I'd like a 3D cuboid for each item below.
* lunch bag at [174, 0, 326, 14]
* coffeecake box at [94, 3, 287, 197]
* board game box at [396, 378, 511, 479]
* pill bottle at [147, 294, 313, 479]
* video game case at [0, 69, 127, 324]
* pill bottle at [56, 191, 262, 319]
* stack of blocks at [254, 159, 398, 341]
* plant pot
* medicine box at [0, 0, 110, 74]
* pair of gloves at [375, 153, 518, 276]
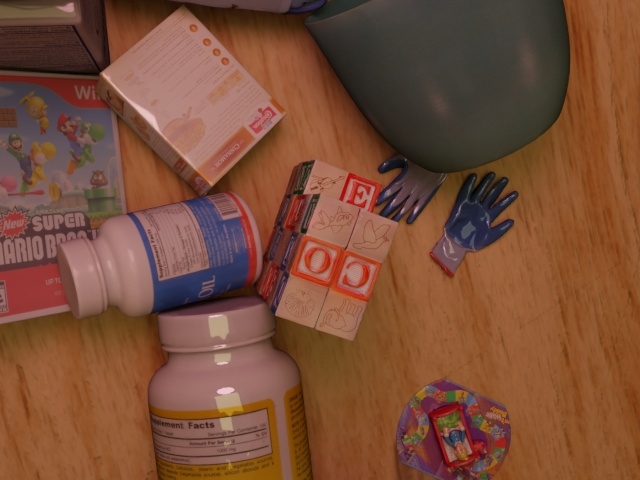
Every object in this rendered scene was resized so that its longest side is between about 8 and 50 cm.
[{"bbox_3d":[-0.111,-0.400,0.926,0.304,0.115,0.243,3,66,-15],"label":"lunch bag"},{"bbox_3d":[-0.159,-0.171,0.962,0.185,0.068,0.142,46,69,-8],"label":"coffeecake box"},{"bbox_3d":[0.193,0.275,1.075,0.169,0.033,0.133,26,88,-10],"label":"board game box"},{"bbox_3d":[-0.108,0.243,0.945,0.188,0.188,0.333,-7,93,-9],"label":"pill bottle"},{"bbox_3d":[-0.323,-0.055,0.917,0.204,0.025,0.285,-9,95,-48],"label":"video game case"},{"bbox_3d":[-0.192,0.021,0.924,0.222,0.124,0.124,-15,95,-26],"label":"pill bottle"},{"bbox_3d":[0.000,0.000,0.897,0.087,0.297,0.171,20,90,-10],"label":"stack of blocks"},{"bbox_3d":[0.161,-0.224,0.932,0.293,0.293,0.235,-31,110,-7],"label":"plant pot"},{"bbox_3d":[-0.377,-0.266,0.825,0.264,0.289,0.149,-4,93,-10],"label":"medicine box"},{"bbox_3d":[0.171,-0.057,1.063,0.198,0.023,0.159,41,85,-10],"label":"pair of gloves"}]
